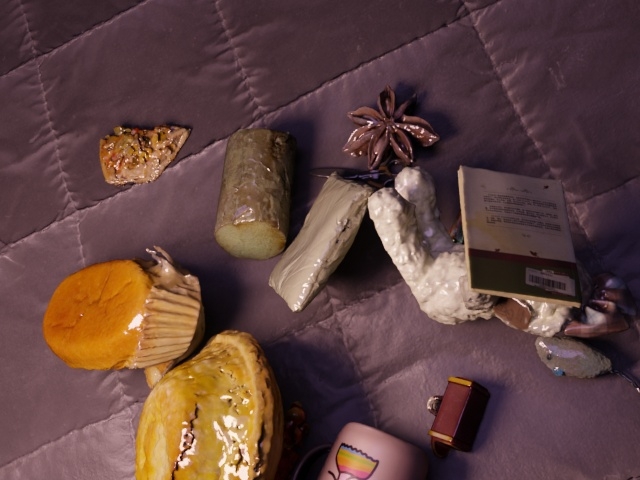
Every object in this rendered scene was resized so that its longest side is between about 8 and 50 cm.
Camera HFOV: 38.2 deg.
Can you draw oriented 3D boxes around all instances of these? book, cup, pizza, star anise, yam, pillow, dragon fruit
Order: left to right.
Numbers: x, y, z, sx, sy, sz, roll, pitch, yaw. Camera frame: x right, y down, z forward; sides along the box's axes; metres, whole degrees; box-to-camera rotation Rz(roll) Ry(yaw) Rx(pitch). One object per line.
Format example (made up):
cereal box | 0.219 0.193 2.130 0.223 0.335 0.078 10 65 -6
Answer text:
pizza | -0.421 -0.206 2.146 0.226 0.069 0.147 -2 68 19
pizza | -0.305 0.215 1.951 0.188 0.080 0.204 -17 68 38
yam | -0.136 -0.108 1.965 0.161 0.161 0.268 -1 68 19
dragon fruit | -0.093 0.402 1.783 0.133 0.150 0.208 34 77 -3
pillow | 0.001 -0.001 1.835 0.076 0.274 0.281 31 91 -15
cup | 0.063 0.443 1.684 0.252 0.191 0.200 11 71 38
star anise | 0.136 -0.226 1.952 0.197 0.073 0.212 -25 56 5
book | 0.344 -0.013 1.612 0.201 0.026 0.289 8 49 -4

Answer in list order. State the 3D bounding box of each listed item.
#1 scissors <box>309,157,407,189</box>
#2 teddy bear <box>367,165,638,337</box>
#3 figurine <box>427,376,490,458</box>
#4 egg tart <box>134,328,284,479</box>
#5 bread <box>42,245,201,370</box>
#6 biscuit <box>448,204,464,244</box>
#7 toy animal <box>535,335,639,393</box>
scissors | 0.077 -0.140 1.977 0.220 0.017 0.088 5 72 21
teddy bear | 0.336 0.013 1.681 0.362 0.327 0.375 -16 103 34
figurine | 0.240 0.329 1.722 0.098 0.082 0.154 16 77 37
egg tart | -0.231 0.374 1.702 0.443 0.178 0.443 -38 43 47
bread | -0.413 0.156 1.883 0.388 0.183 0.236 -17 68 43
biscuit | 0.285 -0.028 1.864 0.046 0.016 0.089 24 80 25
toy animal | 0.505 0.242 1.672 0.253 0.070 0.079 32 119 14
